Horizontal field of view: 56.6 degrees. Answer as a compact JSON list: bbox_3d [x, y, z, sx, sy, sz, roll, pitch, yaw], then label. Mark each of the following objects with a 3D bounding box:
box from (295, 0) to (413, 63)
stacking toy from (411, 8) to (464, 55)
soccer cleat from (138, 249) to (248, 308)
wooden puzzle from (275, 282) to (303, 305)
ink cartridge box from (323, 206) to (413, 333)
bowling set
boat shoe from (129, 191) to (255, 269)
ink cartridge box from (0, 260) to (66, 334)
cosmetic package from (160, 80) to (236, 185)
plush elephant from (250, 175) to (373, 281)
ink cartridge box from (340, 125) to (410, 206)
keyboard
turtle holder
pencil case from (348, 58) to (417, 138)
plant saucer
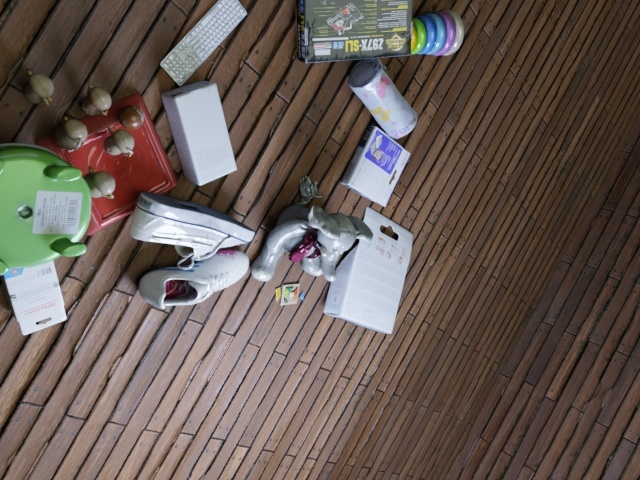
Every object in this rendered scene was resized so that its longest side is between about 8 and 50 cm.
[{"bbox_3d":[0.094,-0.622,1.595,0.322,0.079,0.257,-11,118,-18],"label":"box"},{"bbox_3d":[0.276,-0.619,1.797,0.330,0.141,0.141,-18,120,-32],"label":"stacking toy"},{"bbox_3d":[-0.310,0.112,1.574,0.331,0.143,0.116,-15,118,-38],"label":"soccer cleat"},{"bbox_3d":[-0.096,0.173,1.888,0.116,0.014,0.078,-11,116,-39],"label":"wooden puzzle"},{"bbox_3d":[0.178,0.110,2.088,0.308,0.091,0.384,26,73,-45],"label":"ink cartridge box"},{"bbox_3d":[-0.453,-0.247,1.225,0.200,0.154,0.287,-39,110,-25],"label":"bowling set"},{"bbox_3d":[-0.324,-0.005,1.502,0.367,0.136,0.156,14,104,-56],"label":"boat shoe"},{"bbox_3d":[-0.644,0.108,1.326,0.104,0.060,0.180,-21,121,-36],"label":"ink cartridge box"},{"bbox_3d":[-0.297,-0.264,1.463,0.117,0.085,0.231,-29,124,-31],"label":"cosmetic package"},{"bbox_3d":[0.000,0.000,1.726,0.272,0.255,0.329,7,104,-44],"label":"plush elephant"},{"bbox_3d":[0.183,-0.238,1.937,0.208,0.045,0.206,26,90,-44],"label":"ink cartridge box"},{"bbox_3d":[-0.279,-0.488,1.428,0.256,0.014,0.072,-52,134,-12],"label":"keyboard"},{"bbox_3d":[-0.625,-0.063,1.150,0.320,0.227,0.243,-32,128,-27],"label":"turtle holder"},{"bbox_3d":[0.193,-0.433,1.813,0.273,0.114,0.124,42,50,-44],"label":"pencil case"},{"bbox_3d":[-0.470,-0.170,1.373,0.259,0.048,0.258,-36,129,-27],"label":"plant saucer"}]
